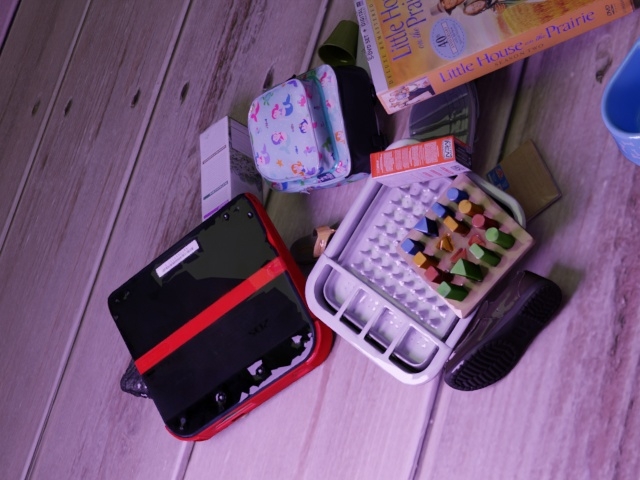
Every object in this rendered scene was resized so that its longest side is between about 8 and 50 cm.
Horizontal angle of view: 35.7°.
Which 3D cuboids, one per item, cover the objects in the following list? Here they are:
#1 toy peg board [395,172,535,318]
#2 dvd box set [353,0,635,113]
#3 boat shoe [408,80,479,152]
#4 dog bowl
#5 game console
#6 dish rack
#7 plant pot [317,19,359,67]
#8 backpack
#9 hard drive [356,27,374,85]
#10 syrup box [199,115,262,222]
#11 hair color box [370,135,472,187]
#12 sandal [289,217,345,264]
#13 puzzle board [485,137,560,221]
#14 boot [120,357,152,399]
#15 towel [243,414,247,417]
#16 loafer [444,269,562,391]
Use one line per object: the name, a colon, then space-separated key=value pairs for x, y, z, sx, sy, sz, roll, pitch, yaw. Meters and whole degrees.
toy peg board: x=0.200 y=0.002 z=1.471 sx=0.161 sy=0.079 sz=0.161 roll=-50 pitch=61 yaw=13
dvd box set: x=0.266 y=-0.412 z=1.647 sx=0.420 sy=0.062 sz=0.308 roll=-21 pitch=53 yaw=16
boat shoe: x=0.219 y=-0.238 z=1.698 sx=0.118 sy=0.103 sz=0.321 roll=-18 pitch=62 yaw=29
dog bowl: x=0.509 y=-0.246 z=1.390 sx=0.297 sy=0.074 sz=0.166 roll=-57 pitch=40 yaw=9
game console: x=-0.191 y=0.151 z=1.830 sx=0.386 sy=0.060 sz=0.342 roll=-36 pitch=71 yaw=19
dish rack: x=0.155 y=0.033 z=1.579 sx=0.285 sy=0.072 sz=0.333 roll=36 pitch=101 yaw=32
plant pot: x=0.046 y=-0.395 z=1.981 sx=0.083 sy=0.083 sz=0.079 roll=-4 pitch=55 yaw=46
backpack: x=-0.026 y=-0.199 z=1.854 sx=0.253 sy=0.191 sz=0.225 roll=-11 pitch=90 yaw=51
hard drive: x=0.127 y=-0.435 z=1.882 sx=0.203 sy=0.040 sz=0.308 roll=139 pitch=141 yaw=-59
syrup box: x=-0.187 y=-0.132 z=2.075 sx=0.096 sy=0.093 sz=0.237 roll=-30 pitch=51 yaw=34
hair color box: x=0.155 y=-0.119 z=1.526 sx=0.141 sy=0.072 sz=0.043 roll=-9 pitch=76 yaw=29
sandal: x=0.000 y=0.000 z=1.835 sx=0.180 sy=0.049 sz=0.072 roll=-20 pitch=57 yaw=40
puzzle board: x=0.318 y=-0.087 z=1.564 sx=0.096 sy=0.011 sz=0.128 roll=-41 pitch=44 yaw=27
boot: x=-0.253 y=0.181 z=1.949 sx=0.348 sy=0.131 sz=0.260 roll=-21 pitch=50 yaw=50
towel: x=-0.156 y=0.260 z=1.886 sx=0.110 sy=0.027 sz=0.148 roll=-59 pitch=40 yaw=7
loafer: x=0.263 y=0.132 z=1.466 sx=0.220 sy=0.080 sz=0.078 roll=-47 pitch=33 yaw=12
